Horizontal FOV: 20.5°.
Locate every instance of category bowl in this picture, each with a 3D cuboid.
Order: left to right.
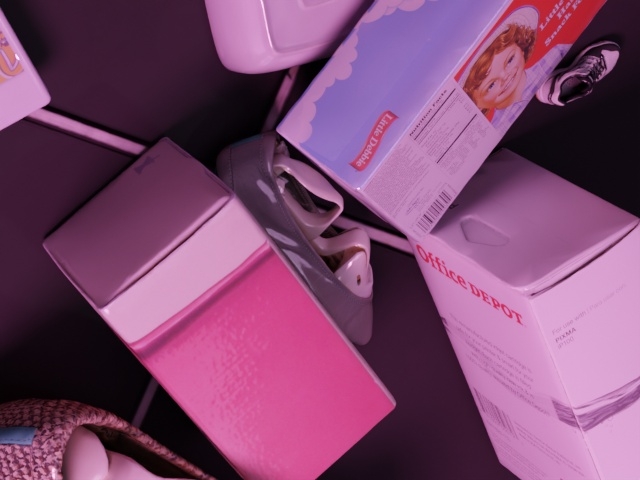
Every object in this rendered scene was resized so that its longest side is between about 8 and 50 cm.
[{"bbox_3d":[-0.013,-0.195,1.303,0.142,0.053,0.142,-18,115,-21],"label":"bowl"}]

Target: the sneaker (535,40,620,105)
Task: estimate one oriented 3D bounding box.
[{"bbox_3d":[0.218,-0.134,1.452,0.083,0.037,0.032,-34,119,-13],"label":"sneaker"}]

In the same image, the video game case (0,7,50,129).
[{"bbox_3d":[-0.320,-0.136,1.171,0.206,0.026,0.227,-30,120,-5],"label":"video game case"}]

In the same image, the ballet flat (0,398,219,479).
[{"bbox_3d":[-0.057,0.265,1.334,0.483,0.182,0.164,38,57,-30],"label":"ballet flat"}]

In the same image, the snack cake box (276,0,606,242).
[{"bbox_3d":[0.101,-0.141,1.321,0.264,0.089,0.152,-52,154,0],"label":"snack cake box"}]

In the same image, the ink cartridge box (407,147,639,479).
[{"bbox_3d":[0.198,0.090,1.427,0.117,0.207,0.283,-32,121,-14],"label":"ink cartridge box"}]

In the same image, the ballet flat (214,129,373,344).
[{"bbox_3d":[0.000,0.000,1.367,0.068,0.072,0.213,-27,123,20],"label":"ballet flat"}]

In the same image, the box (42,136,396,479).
[{"bbox_3d":[-0.075,0.062,1.314,0.127,0.148,0.232,-41,121,-7],"label":"box"}]
